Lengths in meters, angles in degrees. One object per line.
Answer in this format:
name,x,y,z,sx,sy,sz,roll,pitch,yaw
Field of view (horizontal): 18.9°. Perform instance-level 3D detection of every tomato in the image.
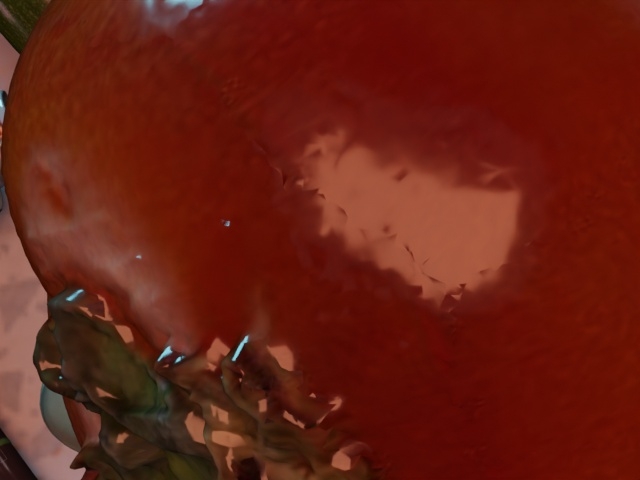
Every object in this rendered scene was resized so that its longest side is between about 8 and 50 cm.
tomato,0.045,-0.002,0.716,0.321,0.321,0.321,-1,84,10

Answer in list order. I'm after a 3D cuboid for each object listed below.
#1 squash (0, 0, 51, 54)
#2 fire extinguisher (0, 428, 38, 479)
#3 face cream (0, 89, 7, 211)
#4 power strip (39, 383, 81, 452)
squash,-0.184,-0.175,0.939,0.318,0.080,0.071,43,54,10
fire extinguisher,-0.177,0.090,0.925,0.056,0.039,0.132,-37,79,-5
face cream,-0.244,-0.004,0.928,0.229,0.075,0.075,-29,80,5
power strip,0.000,0.000,0.893,0.194,0.059,0.265,20,87,12
